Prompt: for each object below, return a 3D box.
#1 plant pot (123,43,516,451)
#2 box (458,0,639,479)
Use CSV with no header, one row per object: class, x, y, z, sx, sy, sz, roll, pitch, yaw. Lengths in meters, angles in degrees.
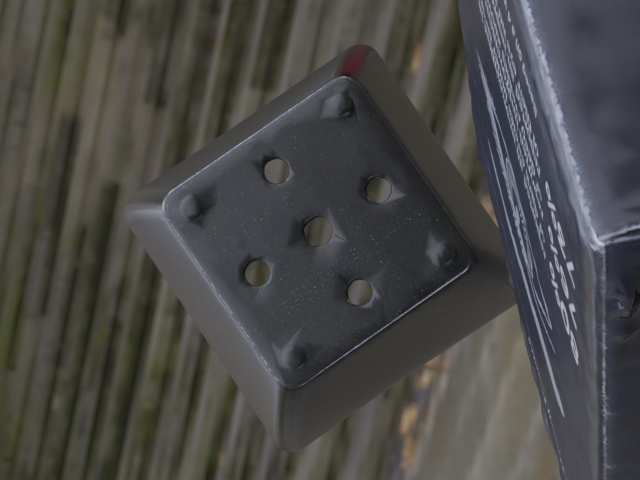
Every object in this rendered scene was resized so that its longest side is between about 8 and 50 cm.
plant pot,0.000,0.000,1.109,0.187,0.188,0.167,56,-179,4
box,0.095,-0.024,0.433,0.207,0.108,0.153,73,-176,-61
